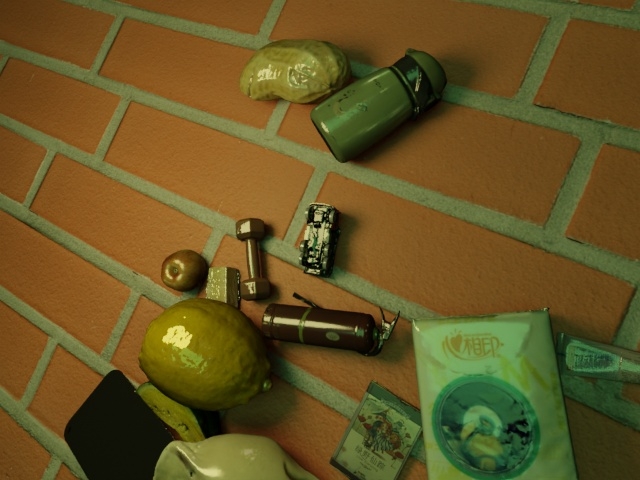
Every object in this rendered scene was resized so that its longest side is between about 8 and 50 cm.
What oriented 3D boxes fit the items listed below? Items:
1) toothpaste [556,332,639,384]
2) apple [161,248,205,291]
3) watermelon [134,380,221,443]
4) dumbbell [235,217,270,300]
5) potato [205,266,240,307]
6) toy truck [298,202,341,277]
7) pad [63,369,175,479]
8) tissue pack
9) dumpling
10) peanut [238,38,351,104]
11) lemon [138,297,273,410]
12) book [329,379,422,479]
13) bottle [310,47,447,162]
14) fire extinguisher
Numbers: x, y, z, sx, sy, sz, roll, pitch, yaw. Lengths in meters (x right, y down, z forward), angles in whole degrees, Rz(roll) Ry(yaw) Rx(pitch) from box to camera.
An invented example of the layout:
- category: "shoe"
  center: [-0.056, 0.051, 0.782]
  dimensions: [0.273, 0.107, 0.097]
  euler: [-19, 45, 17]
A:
- category: "toothpaste"
  center: [0.623, 0.257, 0.846]
  dimensions: [0.234, 0.057, 0.089]
  euler: [6, 80, 26]
- category: "apple"
  center: [-0.403, 0.086, 1.194]
  dimensions: [0.126, 0.102, 0.125]
  euler: [-3, 80, 17]
- category: "watermelon"
  center: [-0.371, 0.462, 1.100]
  dimensions: [0.301, 0.123, 0.129]
  euler: [35, 88, 15]
- category: "dumbbell"
  center: [-0.189, 0.051, 1.138]
  dimensions: [0.082, 0.092, 0.230]
  euler: [-4, 78, -11]
- category: "potato"
  center: [-0.281, 0.133, 1.167]
  dimensions: [0.086, 0.061, 0.122]
  euler: [-7, 77, 20]
- category: "toy truck"
  center: [0.000, 0.000, 1.083]
  dimensions: [0.083, 0.092, 0.191]
  euler: [9, 91, 21]
- category: "pad"
  center: [-0.549, 0.547, 1.184]
  dimensions: [0.376, 0.063, 0.314]
  euler: [31, 79, 32]
- category: "tissue pack"
  center: [0.356, 0.347, 0.857]
  dimensions: [0.288, 0.162, 0.387]
  euler: [-8, 78, 18]
- category: "dumpling"
  center: [-0.203, 0.616, 0.952]
  dimensions: [0.396, 0.233, 0.315]
  euler: [21, 100, -11]
- category: "peanut"
  center: [-0.076, -0.481, 1.167]
  dimensions: [0.340, 0.158, 0.174]
  euler: [16, 115, 25]
- category: "lemon"
  center: [-0.286, 0.284, 1.037]
  dimensions: [0.317, 0.285, 0.285]
  euler: [-6, 77, -4]
- category: "book"
  center: [0.137, 0.479, 0.979]
  dimensions: [0.158, 0.026, 0.231]
  euler: [27, 90, 21]
- category: "bottle"
  center: [0.155, -0.355, 1.059]
  dimensions: [0.347, 0.168, 0.168]
  euler: [-31, 72, 6]
- category: "fire extinguisher"
  center: [0.026, 0.207, 1.024]
  dimensions: [0.342, 0.105, 0.141]
  euler: [1, 82, 22]
